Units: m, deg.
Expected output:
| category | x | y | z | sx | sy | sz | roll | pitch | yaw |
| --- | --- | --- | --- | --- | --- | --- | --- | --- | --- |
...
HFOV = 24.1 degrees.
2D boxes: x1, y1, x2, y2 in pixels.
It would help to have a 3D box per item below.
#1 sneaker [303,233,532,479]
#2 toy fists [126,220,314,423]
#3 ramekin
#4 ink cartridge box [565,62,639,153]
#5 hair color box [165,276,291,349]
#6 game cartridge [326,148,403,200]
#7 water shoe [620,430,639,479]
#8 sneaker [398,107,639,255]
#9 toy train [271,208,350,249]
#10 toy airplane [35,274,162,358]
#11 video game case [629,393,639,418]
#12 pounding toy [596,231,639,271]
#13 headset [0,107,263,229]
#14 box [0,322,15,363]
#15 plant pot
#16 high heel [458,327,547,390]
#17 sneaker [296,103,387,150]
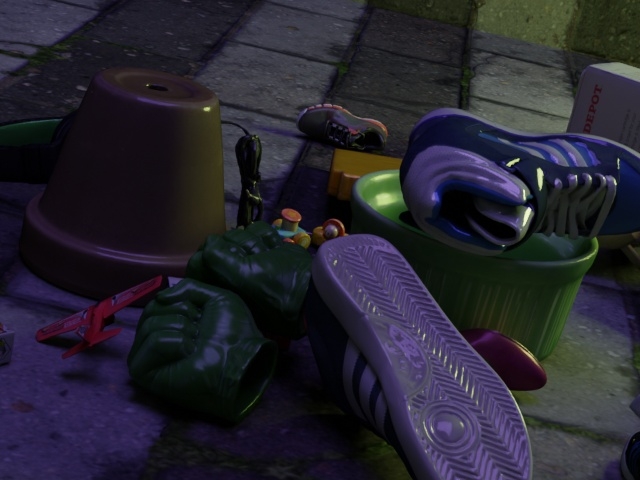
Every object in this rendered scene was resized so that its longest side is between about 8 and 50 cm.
| category | x | y | z | sx | sy | sz | roll | pitch | yaw |
| --- | --- | --- | --- | --- | --- | --- | --- | --- | --- |
| sneaker | 0.086 | 0.161 | 1.479 | 0.131 | 0.148 | 0.350 | -8 | 51 | -27 |
| toy fists | -0.097 | 0.073 | 1.556 | 0.142 | 0.096 | 0.279 | 16 | 38 | 17 |
| ramekin | 0.170 | 0.034 | 1.818 | 0.303 | 0.148 | 0.303 | 11 | 19 | -4 |
| ink cartridge box | 0.561 | -0.142 | 2.439 | 0.306 | 0.226 | 0.131 | 26 | 23 | 32 |
| hair color box | -0.103 | 0.081 | 1.676 | 0.141 | 0.043 | 0.072 | 9 | 20 | -12 |
| game cartridge | 0.171 | -0.071 | 2.209 | 0.324 | 0.052 | 0.285 | 9 | 10 | 0 |
| water shoe | 0.348 | 0.225 | 1.497 | 0.073 | 0.080 | 0.203 | 13 | 19 | 2 |
| sneaker | 0.243 | -0.034 | 1.668 | 0.323 | 0.130 | 0.236 | 16 | 29 | -5 |
| toy train | 0.000 | 0.000 | 1.963 | 0.166 | 0.046 | 0.125 | 11 | 19 | -6 |
| toy airplane | -0.225 | 0.082 | 1.533 | 0.151 | 0.028 | 0.151 | -25 | 11 | 5 |
| video game case | 0.413 | 0.218 | 1.483 | 0.193 | 0.023 | 0.212 | 48 | 22 | 22 |
| pounding toy | 0.423 | 0.004 | 2.173 | 0.154 | 0.154 | 0.269 | -6 | -4 | 30 |
| headset | -0.274 | -0.099 | 2.003 | 0.394 | 0.185 | 0.243 | -1 | 14 | 6 |
| box | -0.417 | 0.077 | 1.504 | 0.207 | 0.036 | 0.114 | 26 | 23 | 33 |
| plant pot | -0.210 | -0.076 | 1.772 | 0.263 | 0.229 | 0.263 | 12 | 18 | -4 |
| high heel | 0.130 | 0.145 | 1.637 | 0.244 | 0.082 | 0.117 | 23 | 50 | -11 |
| sneaker | 0.039 | -0.183 | 2.485 | 0.158 | 0.061 | 0.065 | 8 | 26 | -10 |
